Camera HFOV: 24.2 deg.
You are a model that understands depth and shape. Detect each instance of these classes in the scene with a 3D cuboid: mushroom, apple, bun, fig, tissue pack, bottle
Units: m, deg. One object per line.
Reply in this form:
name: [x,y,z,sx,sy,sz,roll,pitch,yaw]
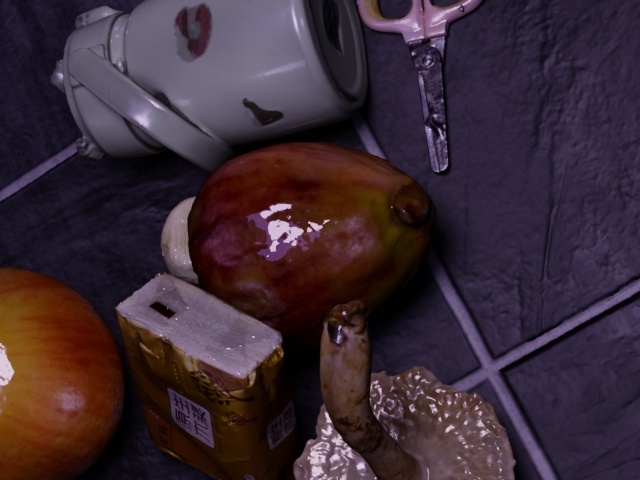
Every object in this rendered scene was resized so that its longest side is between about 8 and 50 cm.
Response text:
mushroom: [0.038,0.209,1.497,0.208,0.302,0.233,0,61,54]
apple: [-0.364,0.159,1.677,0.286,0.233,0.286,-5,77,21]
bun: [-0.125,0.004,1.710,0.115,0.069,0.115,-3,61,5]
fig: [-0.009,0.002,1.592,0.263,0.224,0.224,-5,76,1]
tissue pack: [-0.111,0.159,1.584,0.183,0.226,0.092,27,52,29]
bottle: [-0.141,-0.188,1.682,0.352,0.229,0.229,-14,74,18]

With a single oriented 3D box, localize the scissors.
scissors: [0.121,-0.228,1.691,0.160,0.024,0.317,-10,75,18]
